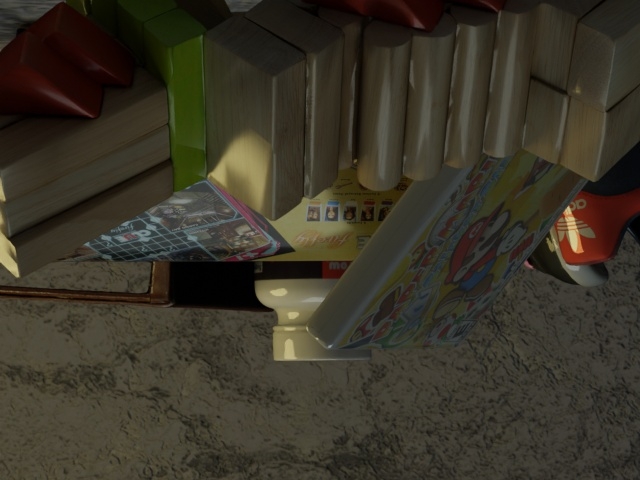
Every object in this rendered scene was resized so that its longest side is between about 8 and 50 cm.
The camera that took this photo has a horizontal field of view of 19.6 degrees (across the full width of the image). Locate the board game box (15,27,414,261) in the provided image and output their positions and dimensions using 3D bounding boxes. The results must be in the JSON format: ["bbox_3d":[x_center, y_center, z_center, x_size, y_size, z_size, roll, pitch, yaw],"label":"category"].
[{"bbox_3d":[-0.053,-0.053,1.097,0.243,0.042,0.165,0,140,-5],"label":"board game box"}]

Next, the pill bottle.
[{"bbox_3d":[0.000,0.000,1.493,0.108,0.193,0.108,-1,177,0],"label":"pill bottle"}]

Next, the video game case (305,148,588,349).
[{"bbox_3d":[0.106,-0.025,1.131,0.026,0.227,0.206,43,-165,21],"label":"video game case"}]

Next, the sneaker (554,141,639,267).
[{"bbox_3d":[0.304,-0.034,1.346,0.350,0.148,0.131,1,177,-27],"label":"sneaker"}]

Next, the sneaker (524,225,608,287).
[{"bbox_3d":[0.134,-0.007,1.458,0.147,0.104,0.296,-20,-166,4],"label":"sneaker"}]

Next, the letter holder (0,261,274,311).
[{"bbox_3d":[-0.176,-0.019,1.556,0.214,0.152,0.302,1,177,14],"label":"letter holder"}]

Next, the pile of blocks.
[{"bbox_3d":[-0.007,-0.095,0.813,0.362,0.149,0.112,-9,136,-12],"label":"pile of blocks"}]
